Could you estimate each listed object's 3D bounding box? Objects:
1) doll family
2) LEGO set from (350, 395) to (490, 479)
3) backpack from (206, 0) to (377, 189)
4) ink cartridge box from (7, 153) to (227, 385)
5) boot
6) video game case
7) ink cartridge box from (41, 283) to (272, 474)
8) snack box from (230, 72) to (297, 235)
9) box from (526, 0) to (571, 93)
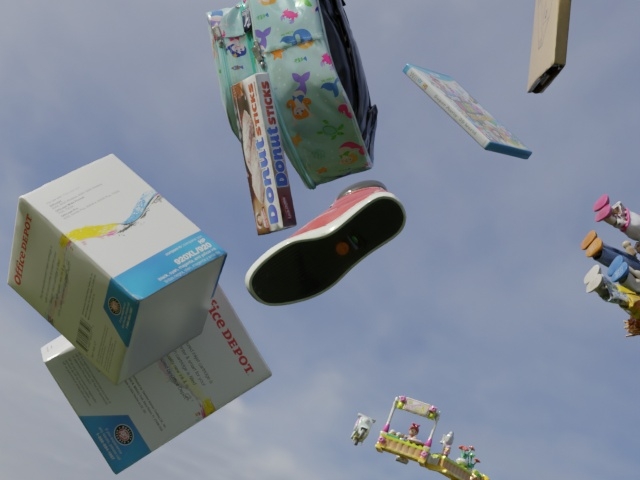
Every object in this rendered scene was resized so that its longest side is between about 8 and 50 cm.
[{"bbox_3d":[0.470,0.057,2.067,0.163,0.263,0.118,29,-59,-16],"label":"doll family"},{"bbox_3d":[0.204,0.365,2.510,0.287,0.107,0.132,23,-15,-9],"label":"LEGO set"},{"bbox_3d":[-0.027,-0.192,1.712,0.191,0.253,0.225,-22,-21,3],"label":"backpack"},{"bbox_3d":[-0.277,0.034,1.855,0.233,0.168,0.171,40,-45,20],"label":"ink cartridge box"},{"bbox_3d":[0.000,0.000,1.963,0.088,0.244,0.176,59,0,-15],"label":"boot"},{"bbox_3d":[0.191,-0.167,1.799,0.166,0.015,0.119,47,23,28],"label":"video game case"},{"bbox_3d":[-0.246,0.178,2.053,0.198,0.270,0.197,60,-10,-7],"label":"ink cartridge box"},{"bbox_3d":[-0.065,-0.098,1.586,0.022,0.178,0.064,-9,-3,-31],"label":"snack box"},{"bbox_3d":[0.278,-0.289,1.657,0.021,0.201,0.164,6,-6,0],"label":"box"}]
